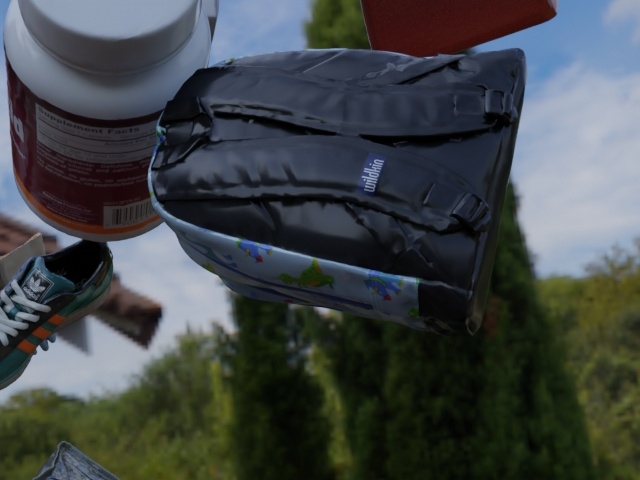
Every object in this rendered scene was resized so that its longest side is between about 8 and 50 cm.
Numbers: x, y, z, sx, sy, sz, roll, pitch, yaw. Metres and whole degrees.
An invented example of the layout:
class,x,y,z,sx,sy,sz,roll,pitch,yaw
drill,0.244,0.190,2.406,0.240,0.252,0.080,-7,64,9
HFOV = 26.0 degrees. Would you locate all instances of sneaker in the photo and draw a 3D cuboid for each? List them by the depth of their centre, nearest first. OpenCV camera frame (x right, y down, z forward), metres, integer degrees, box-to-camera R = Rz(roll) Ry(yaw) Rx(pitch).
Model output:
class,x,y,z,sx,sy,sz,roll,pitch,yaw
sneaker,-0.400,0.091,1.865,0.302,0.108,0.121,-43,-18,-35

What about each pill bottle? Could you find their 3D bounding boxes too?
class,x,y,z,sx,sy,sz,roll,pitch,yaw
pill bottle,-0.242,-0.183,1.562,0.224,0.224,0.392,-4,-29,-13

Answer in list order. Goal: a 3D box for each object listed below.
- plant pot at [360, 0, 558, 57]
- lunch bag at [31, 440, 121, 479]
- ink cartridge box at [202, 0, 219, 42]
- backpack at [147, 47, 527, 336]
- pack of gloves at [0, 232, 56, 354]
class,x,y,z,sx,sy,sz,roll,pitch,yaw
plant pot,0.178,-0.427,1.982,0.267,0.235,0.267,-17,25,22
lunch bag,-0.270,0.425,1.667,0.287,0.235,0.169,35,15,-2
ink cartridge box,-0.253,-0.290,1.806,0.232,0.066,0.189,2,-6,-8
backpack,0.004,-0.055,1.368,0.356,0.290,0.273,10,-21,7
pack of gloves,-0.489,0.113,2.095,0.195,0.046,0.232,-37,-38,-29
